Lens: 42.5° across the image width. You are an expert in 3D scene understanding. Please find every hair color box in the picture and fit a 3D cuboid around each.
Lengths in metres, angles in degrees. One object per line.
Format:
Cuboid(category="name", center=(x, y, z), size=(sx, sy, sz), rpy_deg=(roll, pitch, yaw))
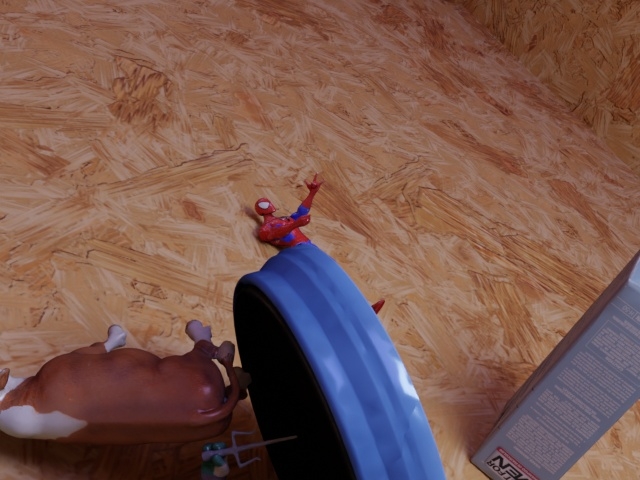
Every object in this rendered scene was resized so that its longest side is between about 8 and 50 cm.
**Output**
Cuboid(category="hair color box", center=(0.382, 0.191, 1.171), size=(0.113, 0.375, 0.185), rpy_deg=(39, 32, 13))

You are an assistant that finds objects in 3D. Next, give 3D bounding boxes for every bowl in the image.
Cuboid(category="bowl", center=(0.006, 0.199, 0.860), size=(0.077, 0.391, 0.391), rpy_deg=(-18, 52, -18))

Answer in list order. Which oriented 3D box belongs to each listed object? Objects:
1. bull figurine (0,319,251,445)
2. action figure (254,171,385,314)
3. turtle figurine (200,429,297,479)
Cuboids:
Cuboid(category="bull figurine", center=(-0.225, 0.158, 0.886), size=(0.310, 0.101, 0.188), rpy_deg=(3, 18, 13))
Cuboid(category="action figure", center=(0.000, 0.000, 1.348), size=(0.280, 0.139, 0.091), rpy_deg=(42, 32, 21))
Cuboid(category="turtle figurine", center=(-0.098, 0.296, 0.781), size=(0.118, 0.234, 0.175), rpy_deg=(63, -4, -34))
